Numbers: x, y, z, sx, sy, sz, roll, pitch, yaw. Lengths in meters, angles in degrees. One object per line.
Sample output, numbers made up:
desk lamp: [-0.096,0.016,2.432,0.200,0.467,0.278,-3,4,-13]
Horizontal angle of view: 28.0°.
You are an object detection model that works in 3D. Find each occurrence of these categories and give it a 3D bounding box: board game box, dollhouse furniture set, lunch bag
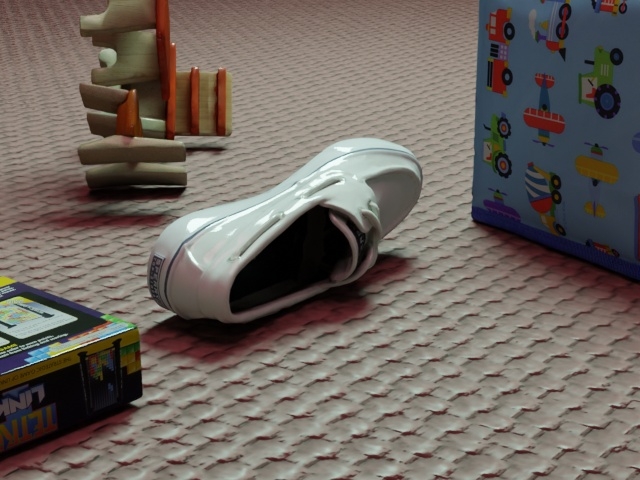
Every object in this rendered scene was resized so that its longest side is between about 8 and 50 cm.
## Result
board game box: [-0.209,0.076,0.716,0.141,0.048,0.170,14,23,42]
dollhouse furniture set: [-0.148,-0.175,1.209,0.135,0.262,0.259,0,-14,-5]
lunch bag: [0.237,-0.091,0.947,0.138,0.221,0.293,-7,19,-20]

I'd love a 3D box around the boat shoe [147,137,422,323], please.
boat shoe: [0.000,0.000,0.907,0.084,0.095,0.258,20,37,39]
